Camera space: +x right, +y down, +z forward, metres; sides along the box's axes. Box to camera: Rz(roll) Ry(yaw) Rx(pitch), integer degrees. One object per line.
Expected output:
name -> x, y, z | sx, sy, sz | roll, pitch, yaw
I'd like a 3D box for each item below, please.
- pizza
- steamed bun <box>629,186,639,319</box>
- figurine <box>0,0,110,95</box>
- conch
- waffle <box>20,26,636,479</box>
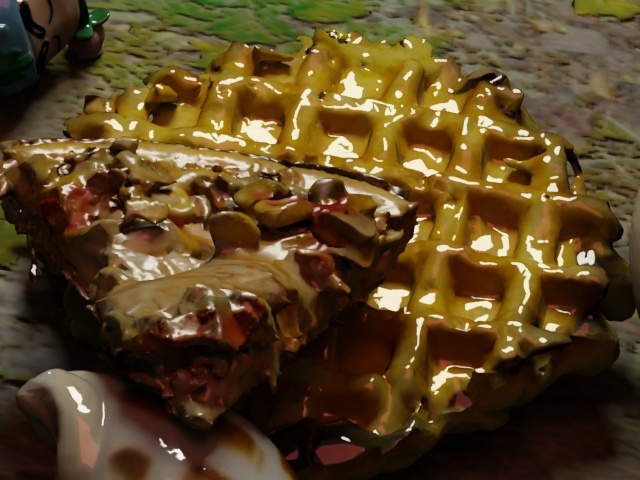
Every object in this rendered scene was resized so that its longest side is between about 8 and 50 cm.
pizza -> -0.095, -0.002, 1.087 | 0.251, 0.074, 0.288 | 16, 24, 17
steamed bun -> 0.321, 0.038, 1.201 | 0.283, 0.177, 0.283 | 16, 47, -18
figurine -> -0.231, -0.183, 1.369 | 0.144, 0.114, 0.178 | -8, 41, -18
conch -> -0.066, 0.190, 1.011 | 0.149, 0.275, 0.183 | -14, 4, 7
waffle -> 0.000, 0.000, 1.247 | 0.382, 0.095, 0.379 | -19, 53, -21
